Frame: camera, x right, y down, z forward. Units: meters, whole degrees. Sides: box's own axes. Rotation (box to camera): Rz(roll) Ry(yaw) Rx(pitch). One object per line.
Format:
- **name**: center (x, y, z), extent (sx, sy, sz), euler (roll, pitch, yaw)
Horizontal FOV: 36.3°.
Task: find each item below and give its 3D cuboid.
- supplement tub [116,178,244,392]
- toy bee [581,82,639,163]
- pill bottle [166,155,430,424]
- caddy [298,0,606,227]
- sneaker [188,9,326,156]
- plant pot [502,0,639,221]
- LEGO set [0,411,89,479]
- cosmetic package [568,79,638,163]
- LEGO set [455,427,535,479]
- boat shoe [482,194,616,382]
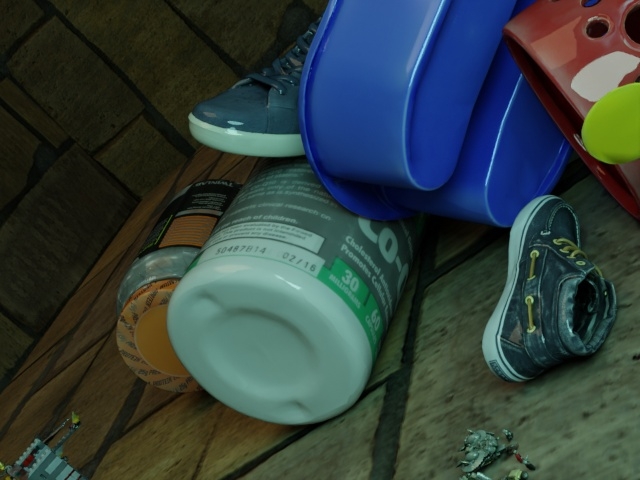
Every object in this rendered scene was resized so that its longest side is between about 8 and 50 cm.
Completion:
- **supplement tub**: center (-0.162, 0.057, 1.338), extent (0.194, 0.193, 0.316), euler (-39, 15, 23)
- **toy bee**: center (0.242, -0.036, 0.567), extent (0.162, 0.195, 0.298), euler (114, 177, -54)
- **pill bottle**: center (0.000, 0.000, 1.032), extent (0.204, 0.204, 0.361), euler (-33, 20, 38)
- **caddy**: center (0.119, -0.173, 0.886), extent (0.179, 0.241, 0.341), euler (24, 92, 49)
- **sneaker**: center (0.017, -0.192, 0.996), extent (0.350, 0.148, 0.131), euler (-23, 37, -33)
- **plant pot**: center (0.260, -0.133, 0.736), extent (0.174, 0.191, 0.191), euler (-35, 16, 8)
- **LEGO set**: center (-0.330, 0.329, 1.063), extent (0.255, 0.192, 0.331), euler (-48, 15, -10)
- **cosmetic package**: center (0.292, -0.154, 0.933), extent (0.239, 0.060, 0.099), euler (-32, 20, 41)
- **LEGO set**: center (0.115, 0.148, 0.675), extent (0.054, 0.023, 0.083), euler (-52, 16, -24)
- **boat shoe**: center (0.188, 0.027, 0.743), extent (0.083, 0.065, 0.183), euler (-26, 29, 45)
